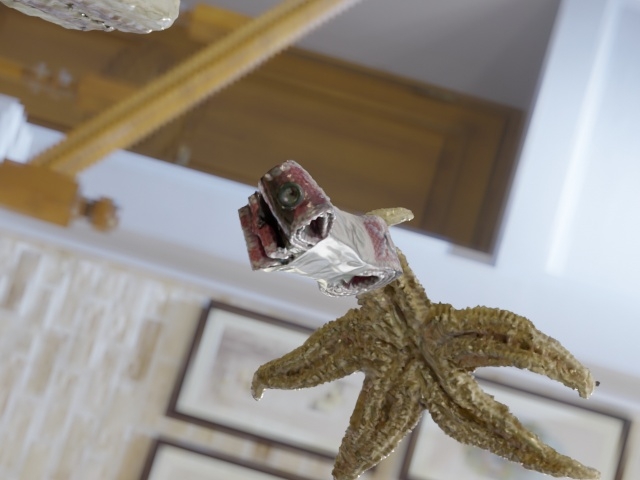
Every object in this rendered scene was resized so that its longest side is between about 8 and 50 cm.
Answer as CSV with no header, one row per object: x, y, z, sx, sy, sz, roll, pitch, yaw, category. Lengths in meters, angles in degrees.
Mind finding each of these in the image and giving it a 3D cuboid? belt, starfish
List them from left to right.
0.000,0.000,1.204,0.232,0.071,0.053,34,36,-70,belt
0.080,0.116,1.484,0.302,0.299,0.060,-30,-166,36,starfish

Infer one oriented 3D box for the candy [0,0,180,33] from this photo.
-0.225,-0.272,1.237,0.321,0.135,0.179,18,80,-54,candy
